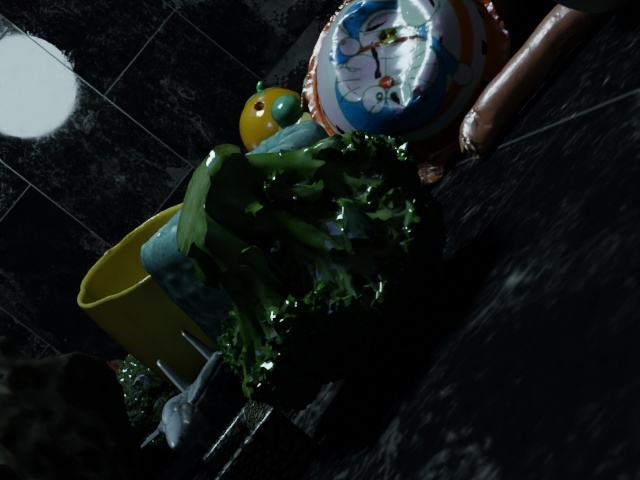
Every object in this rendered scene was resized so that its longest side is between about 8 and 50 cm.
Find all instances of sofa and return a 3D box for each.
[{"bbox_3d":[-0.042,0.136,0.626,0.060,0.039,0.118,-53,4,-11],"label":"sofa"}]

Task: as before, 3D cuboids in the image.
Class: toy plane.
[{"bbox_3d":[-0.109,0.158,0.916,0.212,0.088,0.267,-52,12,4],"label":"toy plane"}]

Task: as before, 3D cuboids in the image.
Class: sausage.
[{"bbox_3d":[0.160,-0.130,0.755,0.158,0.036,0.042,-51,-3,14],"label":"sausage"}]

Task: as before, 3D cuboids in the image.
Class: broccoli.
[{"bbox_3d":[-0.191,0.186,1.239,0.162,0.146,0.138,-65,-24,-11],"label":"broccoli"},{"bbox_3d":[-0.008,0.016,0.584,0.195,0.156,0.195,-42,40,49],"label":"broccoli"}]

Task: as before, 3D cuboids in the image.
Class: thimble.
[{"bbox_3d":[-0.044,0.001,0.865,0.198,0.143,0.235,-42,9,-11],"label":"thimble"}]

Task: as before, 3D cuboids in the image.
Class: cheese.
[{"bbox_3d":[0.079,-0.210,0.944,0.129,0.217,0.329,20,-111,-60],"label":"cheese"}]

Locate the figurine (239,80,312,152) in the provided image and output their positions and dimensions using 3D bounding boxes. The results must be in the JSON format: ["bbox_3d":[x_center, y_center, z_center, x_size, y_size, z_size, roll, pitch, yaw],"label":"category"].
[{"bbox_3d":[-0.019,-0.127,1.366,0.124,0.222,0.324,-54,5,-4],"label":"figurine"}]

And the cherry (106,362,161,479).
[{"bbox_3d":[-0.326,0.274,1.333,0.239,0.206,0.239,-42,-5,-4],"label":"cherry"}]

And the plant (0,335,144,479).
[{"bbox_3d":[-0.204,0.227,0.568,0.215,0.213,0.312,-50,41,28],"label":"plant"}]

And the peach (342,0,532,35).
[{"bbox_3d":[0.152,-0.335,1.205,0.380,0.243,0.306,-82,-7,-58],"label":"peach"}]

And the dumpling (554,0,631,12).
[{"bbox_3d":[0.204,-0.216,0.657,0.127,0.108,0.188,-14,13,44],"label":"dumpling"}]

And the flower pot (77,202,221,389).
[{"bbox_3d":[-0.148,0.073,1.122,0.195,0.179,0.195,-30,22,13],"label":"flower pot"}]
